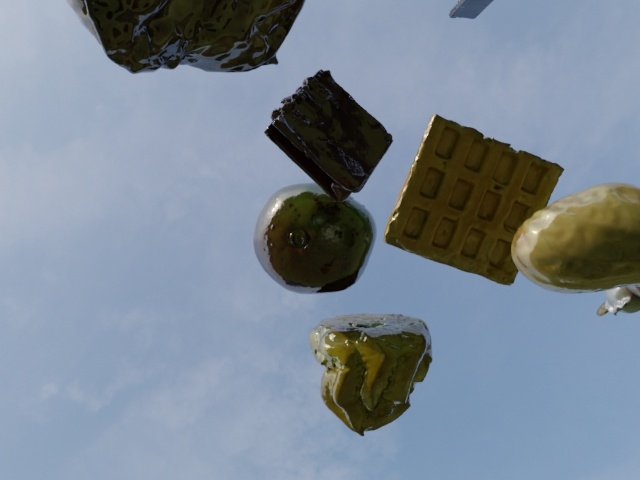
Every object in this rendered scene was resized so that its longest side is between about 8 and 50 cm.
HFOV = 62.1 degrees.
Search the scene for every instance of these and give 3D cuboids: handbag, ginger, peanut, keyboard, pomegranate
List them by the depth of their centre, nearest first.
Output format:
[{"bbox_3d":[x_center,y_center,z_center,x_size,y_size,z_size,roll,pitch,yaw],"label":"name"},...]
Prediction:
[{"bbox_3d":[-0.132,-0.291,0.498,0.223,0.269,0.200,52,-51,20],"label":"ginger"},{"bbox_3d":[0.417,-0.010,0.699,0.319,0.147,0.147,-6,-74,12],"label":"peanut"},{"bbox_3d":[0.015,-0.198,0.998,0.216,0.203,0.074,41,-40,-12],"label":"handbag"},{"bbox_3d":[0.358,-0.545,1.159,0.072,0.231,0.023,0,-93,-11],"label":"keyboard"},{"bbox_3d":[0.010,-0.015,1.275,0.291,0.323,0.290,11,-71,35],"label":"pomegranate"}]

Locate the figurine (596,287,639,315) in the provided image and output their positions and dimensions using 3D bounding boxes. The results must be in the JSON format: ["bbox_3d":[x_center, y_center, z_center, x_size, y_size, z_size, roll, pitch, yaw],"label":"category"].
[{"bbox_3d":[0.796,0.107,1.344,0.143,0.143,0.271,33,-42,-15],"label":"figurine"}]

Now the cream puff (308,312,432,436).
[{"bbox_3d":[0.122,0.318,1.310,0.291,0.324,0.257,1,-89,-15],"label":"cream puff"}]

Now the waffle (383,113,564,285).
[{"bbox_3d":[0.248,-0.062,0.877,0.248,0.055,0.221,20,-82,-11],"label":"waffle"}]
